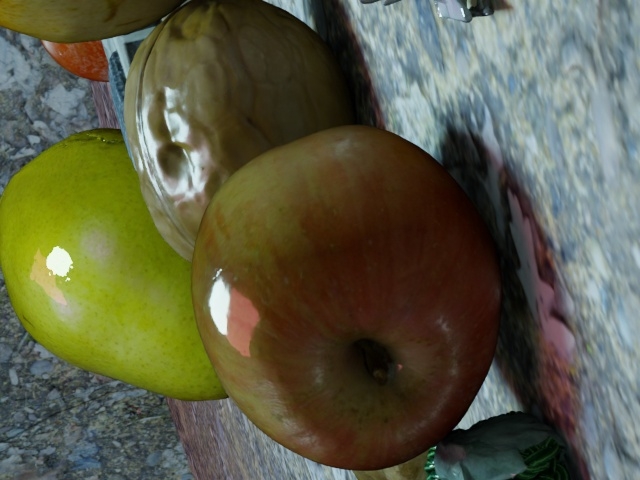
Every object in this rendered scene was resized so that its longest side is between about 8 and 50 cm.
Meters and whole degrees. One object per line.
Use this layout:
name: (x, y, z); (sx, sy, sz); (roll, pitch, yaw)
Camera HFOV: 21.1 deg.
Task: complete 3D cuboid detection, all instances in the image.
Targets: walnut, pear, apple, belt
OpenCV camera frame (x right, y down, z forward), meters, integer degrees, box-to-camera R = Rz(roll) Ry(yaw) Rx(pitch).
walnut: (-0.053, -0.072, 1.188); (0.167, 0.167, 0.207); (162, 92, -80)
pear: (-0.200, 0.039, 1.839); (0.285, 0.285, 0.336); (89, 160, -56)
apple: (0.010, 0.025, 0.956); (0.199, 0.199, 0.199); (164, 90, -80)
belt: (0.095, 0.160, 0.953); (0.151, 0.079, 0.121); (111, 143, -72)

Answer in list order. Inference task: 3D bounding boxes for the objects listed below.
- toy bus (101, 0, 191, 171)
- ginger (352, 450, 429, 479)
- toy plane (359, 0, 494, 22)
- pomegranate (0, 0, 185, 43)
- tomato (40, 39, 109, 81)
toy bus: (-0.120, -0.174, 1.454); (0.097, 0.138, 0.342); (92, 161, -53)
ginger: (0.034, 0.097, 1.252); (0.133, 0.059, 0.214); (166, 87, -76)
toy plane: (-0.003, -0.233, 0.831); (0.182, 0.107, 0.273); (-115, 8, -64)
pomegranate: (-0.167, -0.292, 1.176); (0.319, 0.319, 0.319); (164, 90, -80)
tomato: (-0.205, -0.246, 1.734); (0.151, 0.187, 0.187); (41, -170, -32)
